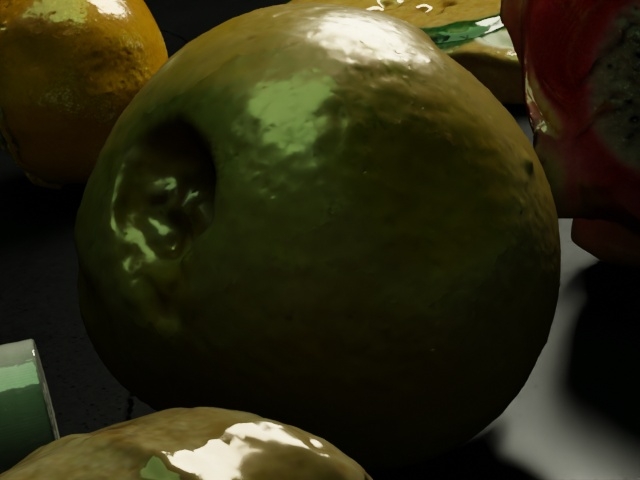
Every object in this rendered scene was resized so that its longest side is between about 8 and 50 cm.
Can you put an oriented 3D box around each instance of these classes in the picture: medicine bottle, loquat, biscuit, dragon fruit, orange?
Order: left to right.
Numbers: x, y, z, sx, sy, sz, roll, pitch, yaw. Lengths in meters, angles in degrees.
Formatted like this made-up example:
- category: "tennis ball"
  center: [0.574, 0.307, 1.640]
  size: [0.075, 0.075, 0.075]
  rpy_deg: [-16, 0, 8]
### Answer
- category: "medicine bottle"
  center: [-0.182, 0.089, 0.765]
  size: [0.130, 0.080, 0.080]
  rpy_deg: [-13, 21, -9]
- category: "orange"
  center: [-0.175, -0.112, 1.181]
  size: [0.134, 0.155, 0.154]
  rpy_deg: [-12, 18, -33]
- category: "loquat"
  center: [0.004, -0.001, 0.749]
  size: [0.213, 0.213, 0.213]
  rpy_deg: [-9, 21, 4]
- category: "biscuit"
  center: [0.115, -0.175, 1.337]
  size: [0.343, 0.057, 0.287]
  rpy_deg: [8, 28, 39]
- category: "dragon fruit"
  center: [0.203, -0.091, 0.885]
  size: [0.224, 0.224, 0.227]
  rpy_deg: [2, 22, 30]

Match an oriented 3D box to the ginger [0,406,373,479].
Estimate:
- category: "ginger"
  center: [-0.102, 0.150, 0.504]
  size: [0.189, 0.126, 0.354]
  rpy_deg: [6, 24, 25]
